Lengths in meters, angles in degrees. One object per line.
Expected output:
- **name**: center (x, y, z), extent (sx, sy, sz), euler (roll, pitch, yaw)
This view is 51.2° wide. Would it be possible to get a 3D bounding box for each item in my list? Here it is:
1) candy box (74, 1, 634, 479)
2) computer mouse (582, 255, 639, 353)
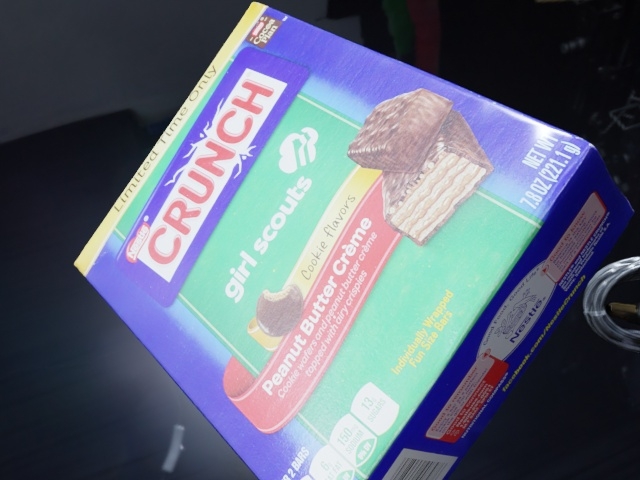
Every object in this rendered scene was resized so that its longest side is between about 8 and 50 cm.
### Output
- **candy box**: center (0.000, 0.000, 0.488), extent (0.317, 0.268, 0.122), euler (36, 3, 39)
- **computer mouse**: center (0.241, 0.052, 0.307), extent (0.041, 0.242, 0.071), euler (-54, 160, -78)
